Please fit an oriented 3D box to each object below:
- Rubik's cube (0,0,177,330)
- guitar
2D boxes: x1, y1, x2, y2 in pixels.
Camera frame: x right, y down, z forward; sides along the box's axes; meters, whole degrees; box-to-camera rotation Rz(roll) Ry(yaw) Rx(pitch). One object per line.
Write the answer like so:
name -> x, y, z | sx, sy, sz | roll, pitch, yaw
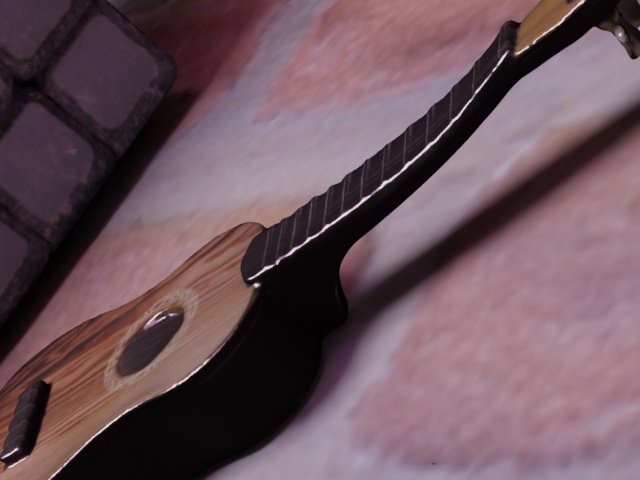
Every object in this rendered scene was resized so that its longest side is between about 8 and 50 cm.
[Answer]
Rubik's cube -> -0.241, -0.041, 0.693 | 0.238, 0.237, 0.237 | -56, 25, -18
guitar -> 0.002, 0.001, 0.456 | 0.271, 0.038, 0.084 | -39, 25, 24
